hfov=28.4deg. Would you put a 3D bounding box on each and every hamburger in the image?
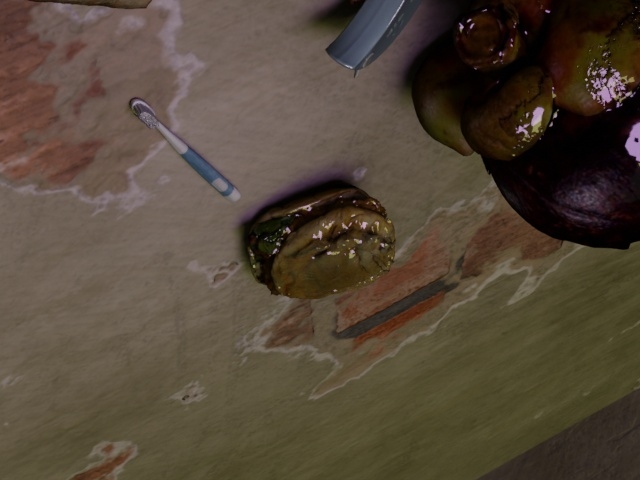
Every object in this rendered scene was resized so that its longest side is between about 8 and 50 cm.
[{"bbox_3d":[0.000,0.000,1.754,0.206,0.130,0.183,-14,147,2],"label":"hamburger"}]

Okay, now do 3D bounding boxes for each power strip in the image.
[{"bbox_3d":[0.076,-0.272,1.436,0.216,0.044,0.137,-60,168,28],"label":"power strip"}]

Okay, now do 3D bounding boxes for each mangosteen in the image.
[{"bbox_3d":[0.339,-0.168,1.583,0.421,0.381,0.381,-7,142,-20],"label":"mangosteen"}]

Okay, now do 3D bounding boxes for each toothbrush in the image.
[{"bbox_3d":[-0.156,-0.100,1.526,0.019,0.025,0.276,-38,150,4],"label":"toothbrush"}]

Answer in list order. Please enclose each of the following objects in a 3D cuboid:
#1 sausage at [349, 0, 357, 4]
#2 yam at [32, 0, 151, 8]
[{"bbox_3d":[0.054,-0.310,1.426,0.031,0.031,0.107,-13,145,-33],"label":"sausage"},{"bbox_3d":[-0.258,-0.248,1.178,0.253,0.061,0.061,-4,139,-42],"label":"yam"}]
